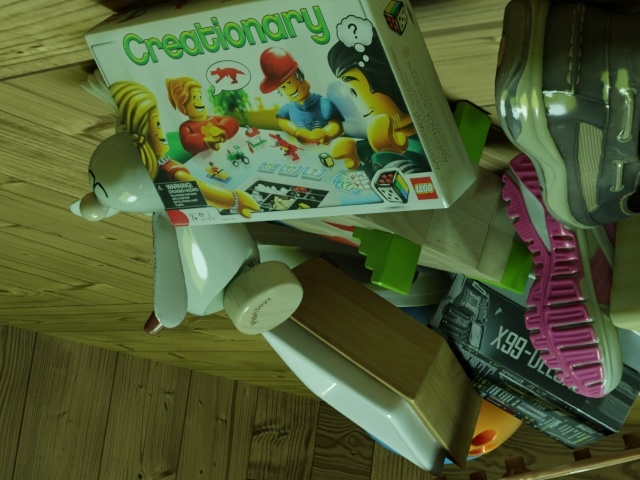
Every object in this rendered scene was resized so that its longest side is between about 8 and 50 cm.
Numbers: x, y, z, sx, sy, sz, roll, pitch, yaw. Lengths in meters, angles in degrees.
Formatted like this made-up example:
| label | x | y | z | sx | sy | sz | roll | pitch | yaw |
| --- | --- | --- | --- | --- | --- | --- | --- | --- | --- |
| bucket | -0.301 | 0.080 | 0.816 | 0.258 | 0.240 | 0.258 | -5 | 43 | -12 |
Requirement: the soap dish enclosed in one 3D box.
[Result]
| label | x | y | z | sx | sy | sz | roll | pitch | yaw |
| --- | --- | --- | --- | --- | --- | --- | --- | --- | --- |
| soap dish | 0.065 | 0.146 | 1.720 | 0.229 | 0.118 | 0.291 | 33 | 170 | 26 |

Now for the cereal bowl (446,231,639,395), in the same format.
| label | x | y | z | sx | sy | sz | roll | pitch | yaw |
| --- | --- | --- | --- | --- | --- | --- | --- | --- | --- |
| cereal bowl | 0.317 | 0.048 | 1.667 | 0.339 | 0.141 | 0.339 | 29 | 170 | 5 |

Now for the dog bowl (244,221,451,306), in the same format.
| label | x | y | z | sx | sy | sz | roll | pitch | yaw |
| --- | --- | --- | --- | --- | --- | --- | --- | --- | --- |
| dog bowl | 0.000 | 0.000 | 1.842 | 0.349 | 0.102 | 0.349 | 8 | 168 | 2 |

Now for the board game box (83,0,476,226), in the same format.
| label | x | y | z | sx | sy | sz | roll | pitch | yaw |
| --- | --- | --- | --- | --- | --- | --- | --- | --- | --- |
| board game box | -0.039 | -0.111 | 1.198 | 0.305 | 0.053 | 0.193 | -4 | 119 | 41 |

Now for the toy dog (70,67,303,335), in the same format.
| label | x | y | z | sx | sy | sz | roll | pitch | yaw |
| --- | --- | --- | --- | --- | --- | --- | --- | --- | --- |
| toy dog | -0.162 | 0.007 | 1.466 | 0.333 | 0.161 | 0.220 | 46 | -177 | -42 |

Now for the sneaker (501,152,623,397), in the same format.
| label | x | y | z | sx | sy | sz | roll | pitch | yaw |
| --- | --- | --- | --- | --- | --- | --- | --- | --- | --- |
| sneaker | 0.265 | 0.027 | 1.448 | 0.111 | 0.252 | 0.103 | -15 | -171 | -30 |

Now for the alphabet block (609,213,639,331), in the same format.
| label | x | y | z | sx | sy | sz | roll | pitch | yaw |
| --- | --- | --- | --- | --- | --- | --- | --- | --- | --- |
| alphabet block | 0.406 | -0.005 | 1.364 | 0.192 | 0.193 | 0.197 | 15 | 166 | -23 |

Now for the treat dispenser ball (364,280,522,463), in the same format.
| label | x | y | z | sx | sy | sz | roll | pitch | yaw |
| --- | --- | --- | --- | --- | --- | --- | --- | --- | --- |
| treat dispenser ball | 0.168 | 0.170 | 2.082 | 0.288 | 0.288 | 0.288 | 7 | 168 | 2 |

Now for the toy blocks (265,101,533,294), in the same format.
| label | x | y | z | sx | sy | sz | roll | pitch | yaw |
| --- | --- | --- | --- | --- | --- | --- | --- | --- | --- |
| toy blocks | 0.013 | -0.061 | 1.461 | 0.261 | 0.190 | 0.381 | 12 | 173 | 41 |

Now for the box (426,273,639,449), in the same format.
| label | x | y | z | sx | sy | sz | roll | pitch | yaw |
| --- | --- | --- | --- | --- | --- | --- | --- | --- | --- |
| box | 0.239 | 0.151 | 1.772 | 0.242 | 0.076 | 0.307 | 29 | 170 | 7 |

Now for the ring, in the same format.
| label | x | y | z | sx | sy | sz | roll | pitch | yaw |
| --- | --- | --- | --- | --- | --- | --- | --- | --- | --- |
| ring | 0.278 | 0.268 | 1.769 | 0.337 | 0.032 | 0.336 | -13 | 169 | -3 |

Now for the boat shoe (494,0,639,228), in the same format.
| label | x | y | z | sx | sy | sz | roll | pitch | yaw |
| --- | --- | --- | --- | --- | --- | --- | --- | --- | --- |
| boat shoe | 0.245 | -0.089 | 1.213 | 0.130 | 0.132 | 0.355 | 2 | 168 | 23 |
